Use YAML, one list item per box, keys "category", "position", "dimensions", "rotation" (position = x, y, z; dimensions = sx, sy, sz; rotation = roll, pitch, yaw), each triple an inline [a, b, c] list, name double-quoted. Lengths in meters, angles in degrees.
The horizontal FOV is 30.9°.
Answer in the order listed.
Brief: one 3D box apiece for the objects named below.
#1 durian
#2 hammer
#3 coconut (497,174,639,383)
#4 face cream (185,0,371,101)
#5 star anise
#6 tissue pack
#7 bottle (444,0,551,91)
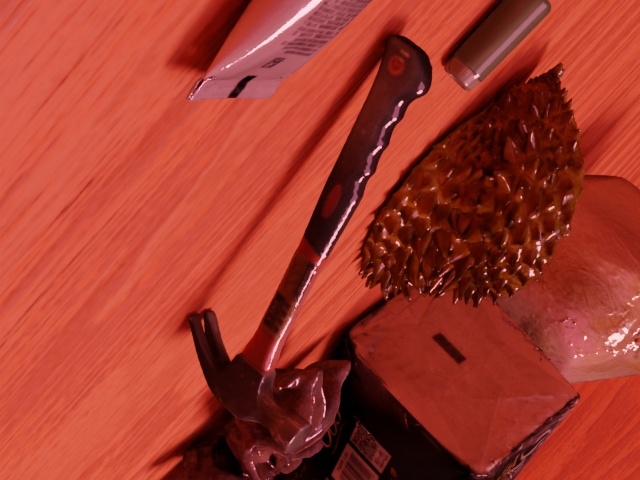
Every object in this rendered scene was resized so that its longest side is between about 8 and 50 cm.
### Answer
- category: "durian"
  position: [0.134, -0.028, 0.975]
  dimensions: [0.252, 0.144, 0.139]
  rotation: [-65, 176, 33]
- category: "hammer"
  position: [0.000, 0.000, 0.768]
  dimensions: [0.033, 0.111, 0.288]
  rotation: [-16, 137, -61]
- category: "coconut"
  position: [0.306, 0.048, 1.283]
  dimensions: [0.227, 0.230, 0.227]
  rotation: [-40, 159, -18]
- category: "face cream"
  position: [0.029, -0.157, 0.560]
  dimensions: [0.244, 0.058, 0.092]
  rotation: [-47, 168, 22]
- category: "star anise"
  position: [-0.050, 0.177, 1.044]
  dimensions: [0.212, 0.073, 0.197]
  rotation: [-26, 157, -51]
- category: "tissue pack"
  position: [0.092, 0.220, 1.242]
  dimensions: [0.198, 0.210, 0.370]
  rotation: [-26, 155, -32]
- category: "bottle"
  position: [0.124, -0.143, 0.816]
  dimensions: [0.083, 0.030, 0.030]
  rotation: [-46, 161, 5]
